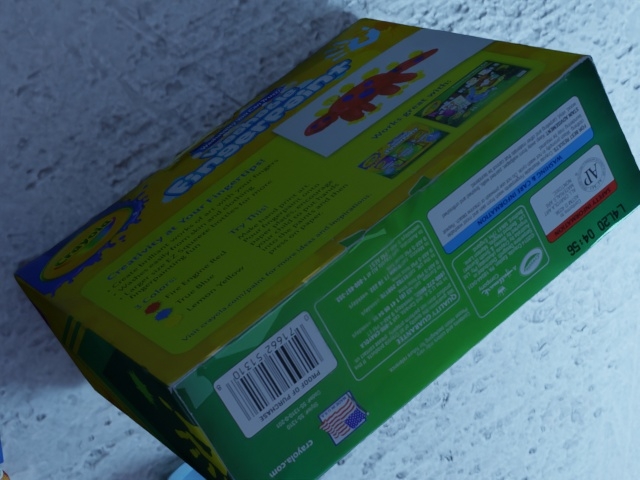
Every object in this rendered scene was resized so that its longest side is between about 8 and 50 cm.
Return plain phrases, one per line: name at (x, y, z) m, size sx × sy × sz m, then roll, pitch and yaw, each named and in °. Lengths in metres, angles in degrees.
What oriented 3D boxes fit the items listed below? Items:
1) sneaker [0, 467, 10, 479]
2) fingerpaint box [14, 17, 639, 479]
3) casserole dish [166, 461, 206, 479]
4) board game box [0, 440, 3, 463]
sneaker at (-0.358, 0.280, 1.425) m, size 0.175 × 0.064 × 0.067 m, roll -33°, pitch 131°, yaw -15°
fingerpaint box at (0.000, 0.000, 1.373) m, size 0.445 × 0.371 × 0.163 m, roll -38°, pitch 118°, yaw -17°
casserole dish at (-0.104, 0.291, 1.594) m, size 0.114 × 0.037 × 0.188 m, roll -43°, pitch 122°, yaw -14°
board game box at (-0.331, 0.075, 1.323) m, size 0.047 × 0.160 × 0.210 m, roll -12°, pitch 109°, yaw -27°
